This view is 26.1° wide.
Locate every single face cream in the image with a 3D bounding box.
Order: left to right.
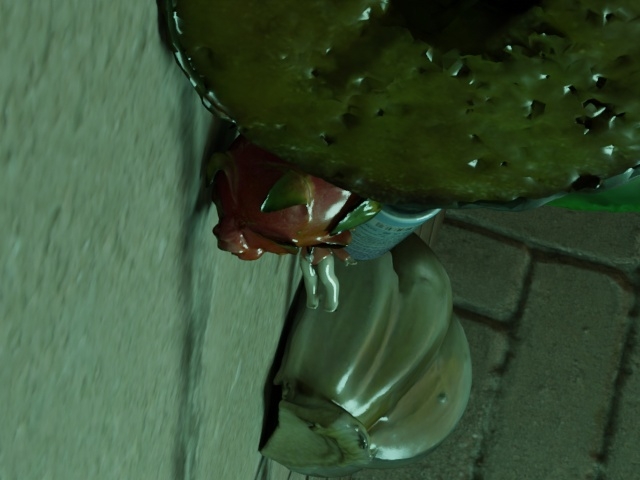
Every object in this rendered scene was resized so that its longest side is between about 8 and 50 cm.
[{"bbox_3d":[0.044,-0.029,1.113,0.229,0.075,0.075,135,-25,-76],"label":"face cream"}]

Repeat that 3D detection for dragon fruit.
[{"bbox_3d":[-0.005,-0.035,0.745,0.086,0.116,0.081,-90,158,-59],"label":"dragon fruit"}]

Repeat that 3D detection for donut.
[{"bbox_3d":[0.068,-0.132,0.568,0.272,0.272,0.107,97,1,-53],"label":"donut"}]

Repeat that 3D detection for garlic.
[{"bbox_3d":[0.028,0.106,1.301,0.237,0.210,0.292,61,39,-29],"label":"garlic"}]

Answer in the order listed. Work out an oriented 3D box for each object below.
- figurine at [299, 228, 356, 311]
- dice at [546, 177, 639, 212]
[{"bbox_3d":[0.000,0.000,1.035,0.047,0.064,0.109,-35,130,-53],"label":"figurine"},{"bbox_3d":[0.152,-0.210,0.770,0.300,0.297,0.287,98,14,-54],"label":"dice"}]
